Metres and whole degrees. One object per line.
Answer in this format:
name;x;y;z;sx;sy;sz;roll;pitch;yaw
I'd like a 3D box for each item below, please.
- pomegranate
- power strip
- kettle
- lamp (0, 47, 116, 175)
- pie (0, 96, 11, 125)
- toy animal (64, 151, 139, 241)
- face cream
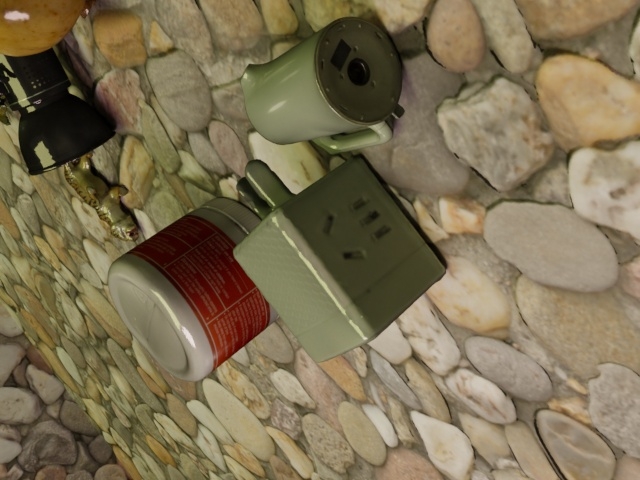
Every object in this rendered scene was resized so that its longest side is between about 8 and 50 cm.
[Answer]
pomegranate;-0.381;-0.327;0.950;0.196;0.196;0.196;32;143;29
power strip;0.000;0.000;0.813;0.224;0.140;0.139;53;149;1
kettle;0.007;-0.144;0.724;0.148;0.127;0.098;-8;83;57
lamp;-0.435;-0.227;1.117;0.147;0.172;0.227;6;127;51
pie;-0.647;-0.324;1.304;0.296;0.078;0.371;40;157;-24
toy animal;-0.405;-0.095;1.310;0.241;0.057;0.099;46;148;9
face cream;-0.167;0.069;1.044;0.201;0.187;0.201;33;143;29
